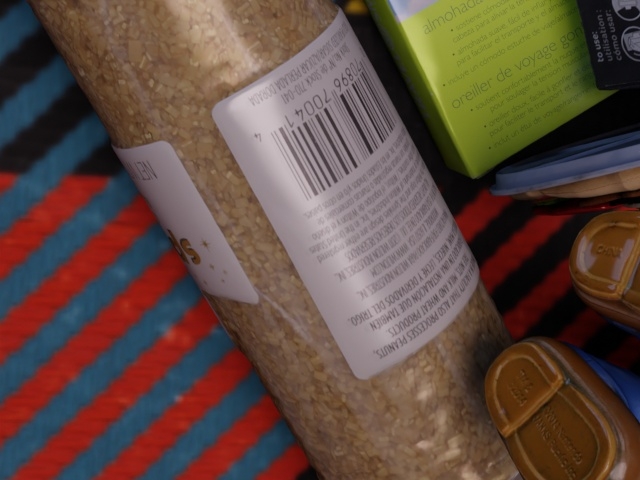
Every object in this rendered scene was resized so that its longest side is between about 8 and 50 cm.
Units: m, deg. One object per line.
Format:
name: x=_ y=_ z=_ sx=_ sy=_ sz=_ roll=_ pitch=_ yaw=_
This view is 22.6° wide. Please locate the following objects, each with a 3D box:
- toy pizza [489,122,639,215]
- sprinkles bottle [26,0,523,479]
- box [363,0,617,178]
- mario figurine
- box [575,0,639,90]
toy pizza: x=0.175 y=-0.041 z=0.719 sx=0.201 sy=0.201 sz=0.032 roll=-17 pitch=94 yaw=-14
sprinkles bottle: x=0.000 y=0.000 z=0.715 sx=0.121 sy=0.121 sz=0.355 roll=-32 pitch=109 yaw=-9
box: x=0.072 y=-0.132 z=0.751 sx=0.109 sy=0.042 sz=0.178 roll=-31 pitch=109 yaw=-10
mario figurine: x=0.227 y=0.092 z=0.727 sx=0.198 sy=0.170 sz=0.320 roll=-29 pitch=148 yaw=31
box: x=0.190 y=-0.207 z=0.694 sx=0.142 sy=0.163 sz=0.247 roll=-30 pitch=111 yaw=-39
